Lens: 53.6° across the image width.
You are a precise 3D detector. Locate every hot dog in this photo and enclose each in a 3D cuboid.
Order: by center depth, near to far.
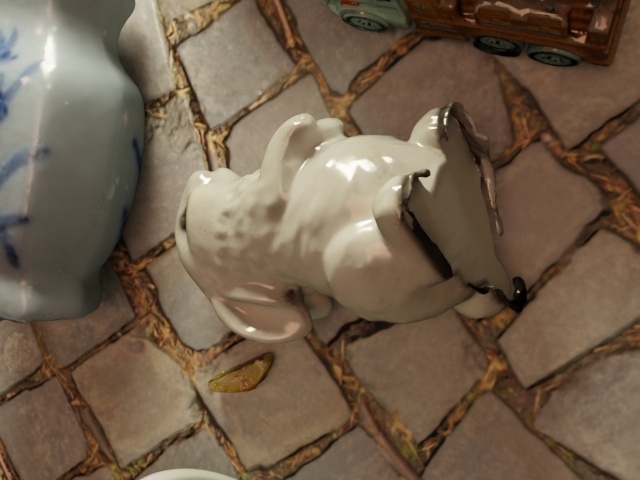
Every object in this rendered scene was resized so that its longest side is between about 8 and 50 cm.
[{"bbox_3d":[-0.092,0.165,0.759,0.090,0.030,0.034,-27,90,19],"label":"hot dog"}]

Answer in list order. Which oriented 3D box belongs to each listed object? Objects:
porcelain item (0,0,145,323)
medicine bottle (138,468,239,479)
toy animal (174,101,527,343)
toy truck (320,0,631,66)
[{"bbox_3d":[-0.343,-0.115,0.770,0.242,0.178,0.406,9,94,21],"label":"porcelain item"},{"bbox_3d":[-0.146,0.413,0.666,0.252,0.252,0.241,29,100,18],"label":"medicine bottle"},{"bbox_3d":[0.000,0.000,0.657,0.357,0.194,0.258,-12,111,36],"label":"toy animal"},{"bbox_3d":[0.115,-0.269,0.588,0.338,0.184,0.133,17,96,20],"label":"toy truck"}]
